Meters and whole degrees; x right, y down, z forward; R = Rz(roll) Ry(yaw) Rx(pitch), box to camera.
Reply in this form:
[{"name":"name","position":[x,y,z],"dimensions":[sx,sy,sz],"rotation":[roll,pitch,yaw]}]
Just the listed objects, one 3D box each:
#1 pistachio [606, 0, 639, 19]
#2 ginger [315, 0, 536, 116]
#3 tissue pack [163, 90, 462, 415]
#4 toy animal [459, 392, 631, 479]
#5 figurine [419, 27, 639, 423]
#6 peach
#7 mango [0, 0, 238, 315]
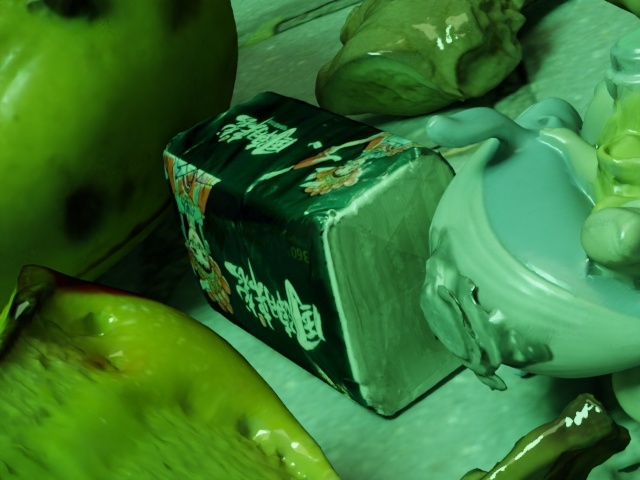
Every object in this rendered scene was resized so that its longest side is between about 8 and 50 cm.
[{"name":"pistachio","position":[0.256,-0.146,0.676],"dimensions":[0.293,0.182,0.162],"rotation":[-7,26,15]},{"name":"ginger","position":[0.081,-0.146,0.964],"dimensions":[0.137,0.074,0.213],"rotation":[6,42,33]},{"name":"tissue pack","position":[0.000,0.000,0.722],"dimensions":[0.090,0.103,0.170],"rotation":[-28,25,-22]},{"name":"toy animal","position":[0.041,0.150,0.427],"dimensions":[0.149,0.054,0.275],"rotation":[-23,27,53]},{"name":"figurine","position":[0.126,-0.004,0.597],"dimensions":[0.183,0.128,0.208],"rotation":[-24,33,-5]},{"name":"peach","position":[-0.075,0.118,0.495],"dimensions":[0.154,0.158,0.267],"rotation":[-55,12,9]},{"name":"mango","position":[-0.187,-0.084,0.923],"dimensions":[0.301,0.220,0.445],"rotation":[-46,10,-2]}]
